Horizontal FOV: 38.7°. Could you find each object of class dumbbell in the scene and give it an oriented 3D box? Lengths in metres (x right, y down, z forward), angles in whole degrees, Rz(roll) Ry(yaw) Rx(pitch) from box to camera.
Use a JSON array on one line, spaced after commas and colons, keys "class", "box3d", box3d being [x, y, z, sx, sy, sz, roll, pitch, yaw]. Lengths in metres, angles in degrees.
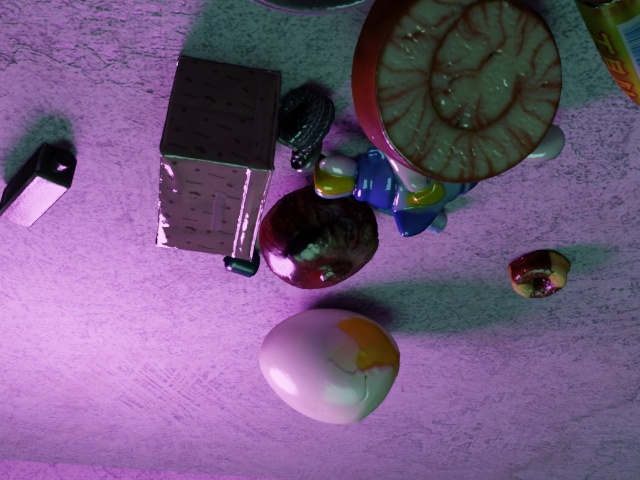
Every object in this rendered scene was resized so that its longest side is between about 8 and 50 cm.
[{"class": "dumbbell", "box3d": [0.015, -0.142, 1.730, 0.254, 0.082, 0.081, 29, 140, -32]}]

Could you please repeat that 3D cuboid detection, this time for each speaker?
[{"class": "speaker", "box3d": [-0.187, 0.056, 2.085, 0.075, 0.060, 0.094, 20, 145, -21]}]

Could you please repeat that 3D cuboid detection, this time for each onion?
[{"class": "onion", "box3d": [0.000, 0.000, 1.857, 0.246, 0.190, 0.246, -12, 145, -8]}]

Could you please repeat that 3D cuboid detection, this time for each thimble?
[{"class": "thimble", "box3d": [-0.028, -0.215, 1.612, 0.066, 0.104, 0.095, 23, -175, -42]}]

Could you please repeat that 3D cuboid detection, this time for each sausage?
[{"class": "sausage", "box3d": [0.476, -0.310, 1.383, 0.117, 0.125, 0.317, -17, 145, 24]}]

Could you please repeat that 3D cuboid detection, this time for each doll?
[{"class": "doll", "box3d": [0.183, -0.162, 1.615, 0.376, 0.187, 0.365, 36, 129, -14]}]

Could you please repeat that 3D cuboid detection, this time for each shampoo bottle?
[{"class": "shampoo bottle", "box3d": [-0.570, -0.114, 1.846, 0.079, 0.080, 0.246, 24, 143, -31]}]

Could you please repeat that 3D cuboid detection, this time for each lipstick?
[{"class": "lipstick", "box3d": [0.186, -0.059, 1.871, 0.158, 0.048, 0.048, 20, 144, -24]}]

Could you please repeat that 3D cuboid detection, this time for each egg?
[{"class": "egg", "box3d": [0.019, 0.305, 2.255, 0.345, 0.283, 0.283, 16, 148, 5]}]

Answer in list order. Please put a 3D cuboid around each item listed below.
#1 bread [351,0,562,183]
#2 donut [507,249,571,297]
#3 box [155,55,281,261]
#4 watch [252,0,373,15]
[{"class": "bread", "box3d": [0.208, -0.240, 1.394, 0.327, 0.295, 0.114, 15, -170, -23]}, {"class": "donut", "box3d": [0.493, 0.079, 2.046, 0.140, 0.059, 0.140, 4, 145, 3]}, {"class": "box", "box3d": [-0.186, -0.140, 1.623, 0.190, 0.225, 0.297, 9, 146, -8]}, {"class": "watch", "box3d": [0.018, -0.442, 1.118, 0.335, 0.314, 0.327, -18, 155, 14]}]
